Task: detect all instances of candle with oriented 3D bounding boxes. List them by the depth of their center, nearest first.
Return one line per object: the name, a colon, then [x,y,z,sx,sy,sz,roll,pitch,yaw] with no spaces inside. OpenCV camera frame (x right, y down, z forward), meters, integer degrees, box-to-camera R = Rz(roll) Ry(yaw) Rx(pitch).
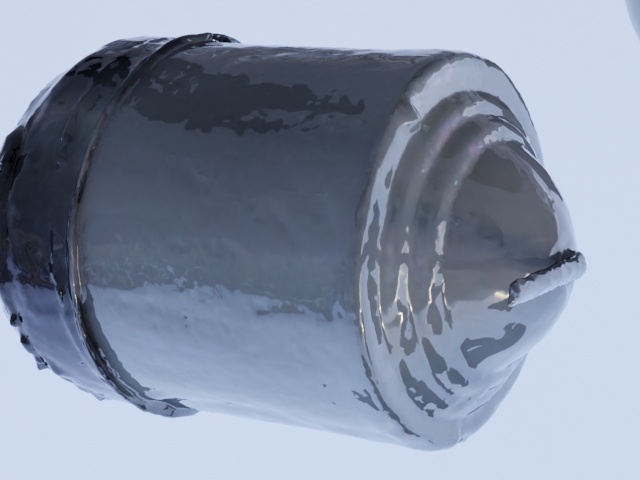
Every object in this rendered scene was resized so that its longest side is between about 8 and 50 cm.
candle: [0.000,0.000,0.926,0.342,0.221,0.221,7,-139,32]

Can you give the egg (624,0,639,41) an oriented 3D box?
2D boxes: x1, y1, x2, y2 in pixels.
egg: [0.284,-0.203,1.187,0.151,0.209,0.151,-9,-162,3]
